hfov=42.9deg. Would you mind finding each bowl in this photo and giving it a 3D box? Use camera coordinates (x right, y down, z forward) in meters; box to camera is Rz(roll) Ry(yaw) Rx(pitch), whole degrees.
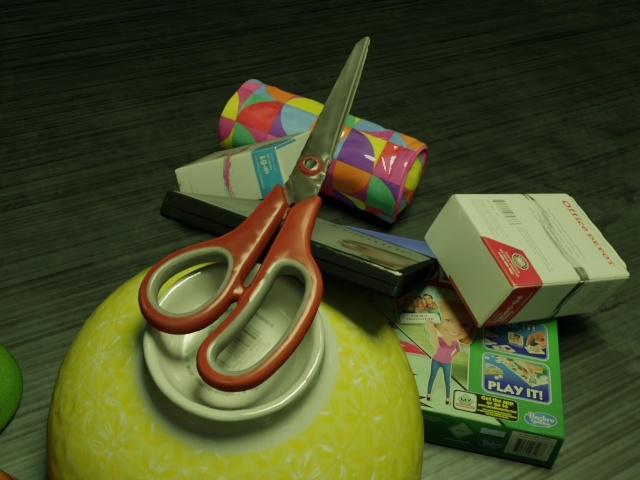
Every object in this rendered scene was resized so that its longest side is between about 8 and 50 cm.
[{"bbox_3d":[-0.058,0.104,0.575,0.289,0.156,0.289,2,54,-3],"label":"bowl"}]

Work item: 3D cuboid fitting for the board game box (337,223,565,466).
[{"bbox_3d":[0.058,0.078,0.755,0.317,0.046,0.213,11,42,3],"label":"board game box"}]

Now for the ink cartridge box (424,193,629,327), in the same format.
[{"bbox_3d":[0.190,0.014,0.749,0.150,0.063,0.109,-2,49,-32],"label":"ink cartridge box"}]

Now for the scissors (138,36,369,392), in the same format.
[{"bbox_3d":[-0.005,-0.030,0.555,0.109,0.021,0.297,28,61,19],"label":"scissors"}]

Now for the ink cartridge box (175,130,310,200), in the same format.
[{"bbox_3d":[-0.075,-0.070,0.844,0.122,0.052,0.088,-11,13,26],"label":"ink cartridge box"}]

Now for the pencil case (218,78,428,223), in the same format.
[{"bbox_3d":[0.000,-0.102,0.912,0.236,0.104,0.104,24,43,16],"label":"pencil case"}]

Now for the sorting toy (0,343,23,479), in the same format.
[{"bbox_3d":[-0.291,0.100,0.610,0.127,0.126,0.365,-15,47,-25],"label":"sorting toy"}]

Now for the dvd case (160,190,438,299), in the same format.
[{"bbox_3d":[0.000,0.000,0.672,0.180,0.022,0.253,19,5,12],"label":"dvd case"}]
